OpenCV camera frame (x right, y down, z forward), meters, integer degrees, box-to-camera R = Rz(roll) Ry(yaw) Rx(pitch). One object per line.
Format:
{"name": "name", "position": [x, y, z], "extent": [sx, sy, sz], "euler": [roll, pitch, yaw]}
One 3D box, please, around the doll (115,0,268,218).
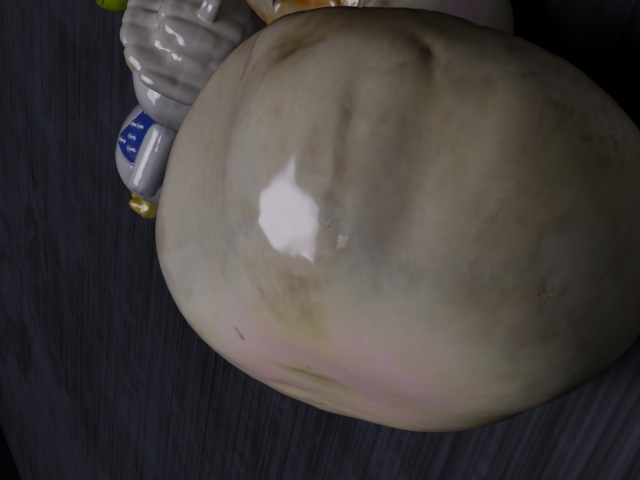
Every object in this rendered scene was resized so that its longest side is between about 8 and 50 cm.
{"name": "doll", "position": [-0.110, -0.110, 1.005], "extent": [0.119, 0.138, 0.293], "euler": [30, 151, 0]}

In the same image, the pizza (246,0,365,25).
{"name": "pizza", "position": [-0.004, -0.241, 0.748], "extent": [0.189, 0.071, 0.297], "euler": [55, 149, 40]}

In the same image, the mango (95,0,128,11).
{"name": "mango", "position": [-0.188, -0.245, 1.169], "extent": [0.108, 0.056, 0.073], "euler": [172, 89, -69]}

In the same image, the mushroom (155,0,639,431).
{"name": "mushroom", "position": [0.049, -0.031, 0.630], "extent": [0.260, 0.234, 0.254], "euler": [9, 154, 25]}
